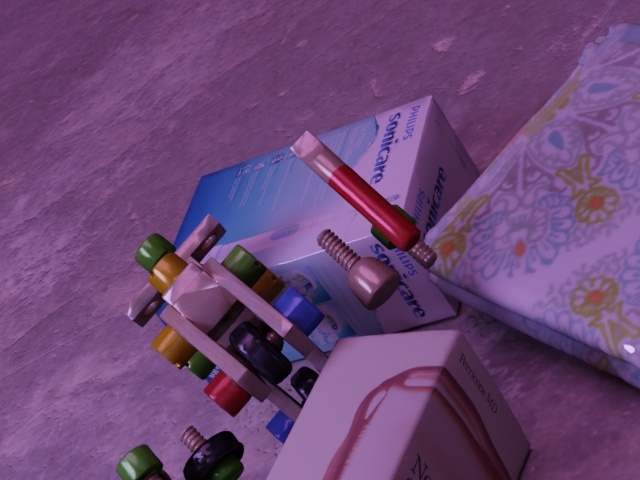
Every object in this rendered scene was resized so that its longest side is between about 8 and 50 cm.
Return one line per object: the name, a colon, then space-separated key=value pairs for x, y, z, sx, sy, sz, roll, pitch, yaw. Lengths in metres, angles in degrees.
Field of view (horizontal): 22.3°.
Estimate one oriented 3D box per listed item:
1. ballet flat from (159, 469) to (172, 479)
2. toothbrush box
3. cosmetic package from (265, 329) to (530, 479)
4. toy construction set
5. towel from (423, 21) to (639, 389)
ballet flat: x=-0.101 y=0.263 z=1.401 sx=0.106 sy=0.107 sz=0.316 roll=-31 pitch=27 yaw=-22
toothbrush box: x=0.000 y=0.000 z=1.653 sx=0.295 sy=0.126 sz=0.216 roll=-19 pitch=32 yaw=27
cosmetic package: x=0.040 y=0.226 z=1.255 sx=0.129 sy=0.153 sz=0.296 roll=-8 pitch=40 yaw=36
toy construction set: x=-0.070 y=0.034 z=1.434 sx=0.309 sy=0.237 sz=0.257 roll=-55 pitch=-22 yaw=22
towel: x=0.297 y=-0.030 z=1.400 sx=0.320 sy=0.090 sz=0.374 roll=-49 pitch=38 yaw=-13
